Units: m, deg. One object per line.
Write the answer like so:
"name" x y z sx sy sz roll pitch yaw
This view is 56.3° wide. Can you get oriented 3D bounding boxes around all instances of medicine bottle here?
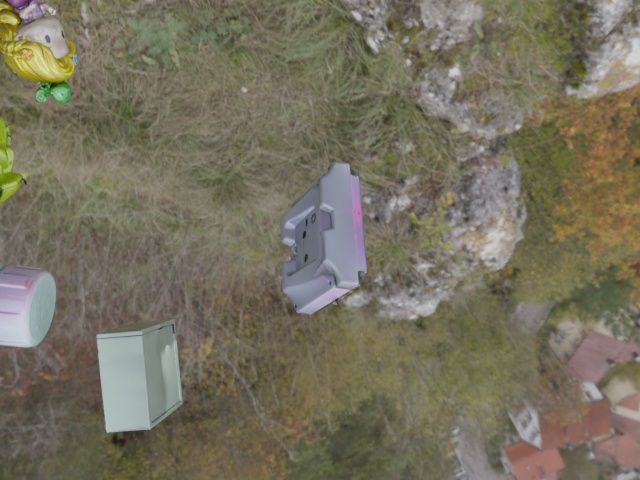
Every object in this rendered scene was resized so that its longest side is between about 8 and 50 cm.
"medicine bottle" -0.521 0.097 0.938 0.169 0.135 0.135 7 134 -4

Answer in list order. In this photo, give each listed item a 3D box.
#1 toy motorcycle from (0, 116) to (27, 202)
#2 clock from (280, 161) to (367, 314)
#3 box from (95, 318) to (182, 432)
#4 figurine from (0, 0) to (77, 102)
"toy motorcycle" -0.571 -0.185 0.958 0.142 0.206 0.342 -17 130 -27
"clock" 0.000 0.000 1.105 0.084 0.253 0.186 9 153 -26
"box" -0.436 0.318 1.447 0.118 0.224 0.225 -6 178 5
"figurine" -0.388 -0.260 0.798 0.115 0.094 0.156 4 123 27
